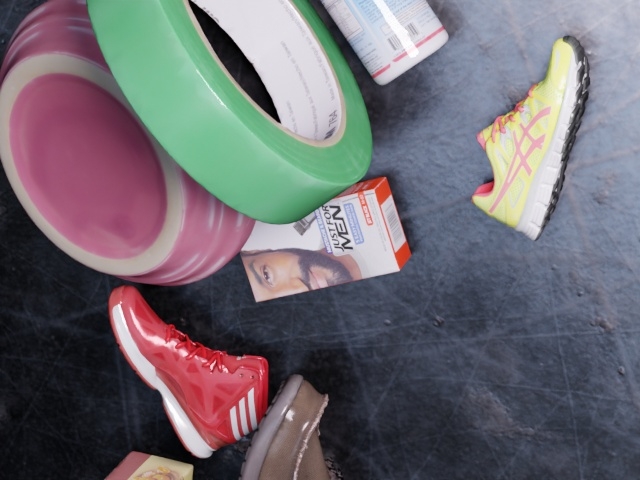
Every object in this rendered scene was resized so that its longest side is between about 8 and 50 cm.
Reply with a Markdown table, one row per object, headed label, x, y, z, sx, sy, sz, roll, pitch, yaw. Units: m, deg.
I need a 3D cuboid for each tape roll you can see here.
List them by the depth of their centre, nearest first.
| label | x | y | z | sx | sy | sz | roll | pitch | yaw |
| --- | --- | --- | --- | --- | --- | --- | --- | --- | --- |
| tape roll | -0.080 | -0.170 | 1.425 | 0.077 | 0.321 | 0.321 | -34 | 94 | 25 |

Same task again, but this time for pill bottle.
| label | x | y | z | sx | sy | sz | roll | pitch | yaw |
| --- | --- | --- | --- | --- | --- | --- | --- | --- | --- |
| pill bottle | 0.049 | -0.239 | 1.488 | 0.087 | 0.087 | 0.160 | -32 | 95 | 25 |

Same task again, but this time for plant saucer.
| label | x | y | z | sx | sy | sz | roll | pitch | yaw |
| --- | --- | --- | --- | --- | --- | --- | --- | --- | --- |
| plant saucer | -0.218 | -0.092 | 1.574 | 0.332 | 0.084 | 0.332 | 18 | 125 | 27 |

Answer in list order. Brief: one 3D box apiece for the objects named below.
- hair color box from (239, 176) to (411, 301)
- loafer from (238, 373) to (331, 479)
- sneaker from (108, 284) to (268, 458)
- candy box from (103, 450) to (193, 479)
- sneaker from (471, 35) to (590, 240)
| label | x | y | z | sx | sy | sz | roll | pitch | yaw |
| --- | --- | --- | --- | --- | --- | --- | --- | --- | --- |
| hair color box | 0.000 | 0.000 | 1.602 | 0.167 | 0.053 | 0.093 | -14 | 103 | 23 |
| loafer | -0.017 | 0.311 | 1.677 | 0.130 | 0.134 | 0.366 | 11 | 120 | 10 |
| sneaker | -0.132 | 0.125 | 1.682 | 0.128 | 0.087 | 0.221 | -26 | 109 | 15 |
| candy box | -0.224 | 0.425 | 1.742 | 0.087 | 0.183 | 0.316 | 11 | 110 | 14 |
| sneaker | 0.201 | -0.104 | 1.486 | 0.094 | 0.081 | 0.208 | 20 | 113 | 14 |
